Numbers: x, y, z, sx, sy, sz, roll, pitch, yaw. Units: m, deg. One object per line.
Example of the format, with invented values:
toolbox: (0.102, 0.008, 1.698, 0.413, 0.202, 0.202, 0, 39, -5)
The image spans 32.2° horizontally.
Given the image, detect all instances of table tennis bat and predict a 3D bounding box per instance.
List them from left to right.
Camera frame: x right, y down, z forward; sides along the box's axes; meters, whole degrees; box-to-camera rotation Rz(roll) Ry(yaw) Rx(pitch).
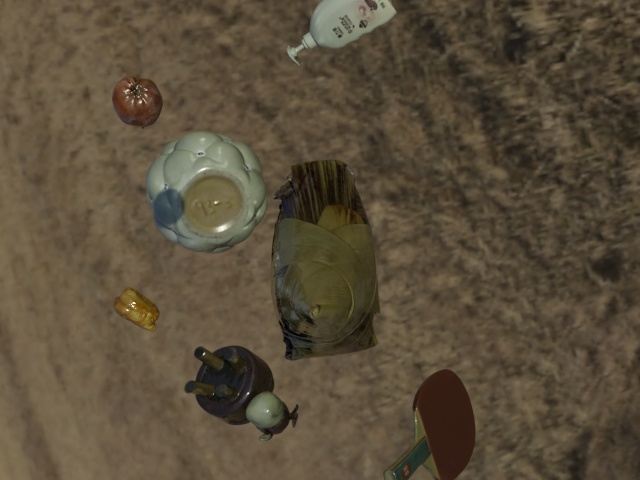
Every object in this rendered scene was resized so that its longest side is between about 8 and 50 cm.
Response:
table tennis bat: (0.161, 0.284, 1.593, 0.021, 0.274, 0.154, -14, 99, 33)

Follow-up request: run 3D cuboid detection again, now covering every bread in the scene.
bread: (-0.301, 0.113, 1.816, 0.081, 0.046, 0.083, 36, 178, 32)

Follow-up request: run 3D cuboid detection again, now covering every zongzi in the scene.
zongzi: (0.000, 0.000, 1.521, 0.317, 0.154, 0.289, 84, 180, -75)

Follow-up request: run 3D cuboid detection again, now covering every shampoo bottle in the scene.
shampoo bottle: (0.019, -0.283, 1.447, 0.077, 0.152, 0.045, 48, -160, -41)

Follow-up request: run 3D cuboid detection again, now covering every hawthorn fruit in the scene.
hawthorn fruit: (-0.245, -0.174, 1.483, 0.067, 0.066, 0.103, 62, 157, 25)

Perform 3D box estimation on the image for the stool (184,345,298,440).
stool: (-0.132, 0.249, 1.832, 0.217, 0.125, 0.121, 36, 175, 35)

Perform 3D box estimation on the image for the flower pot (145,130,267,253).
flower pot: (-0.223, -0.094, 2.183, 0.195, 0.246, 0.246, -131, 33, -70)
